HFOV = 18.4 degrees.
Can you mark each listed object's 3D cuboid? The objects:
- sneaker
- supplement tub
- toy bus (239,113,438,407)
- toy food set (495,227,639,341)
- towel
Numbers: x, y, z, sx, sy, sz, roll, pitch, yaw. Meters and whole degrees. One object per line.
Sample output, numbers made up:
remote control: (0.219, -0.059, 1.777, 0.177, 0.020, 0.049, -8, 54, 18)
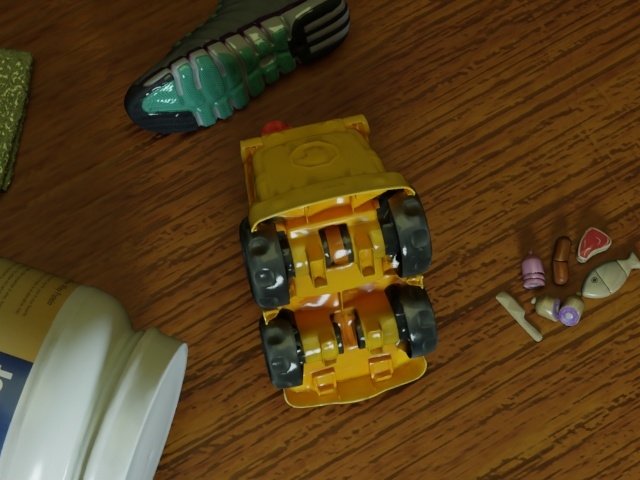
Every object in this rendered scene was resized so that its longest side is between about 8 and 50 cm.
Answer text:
sneaker: (-0.087, -0.177, 1.795, 0.223, 0.083, 0.098, -27, 51, -14)
supplement tub: (-0.285, 0.122, 1.585, 0.316, 0.228, 0.228, 18, 71, 4)
toy bus: (0.000, 0.000, 1.685, 0.149, 0.220, 0.211, -14, 39, -7)
toy food set: (0.218, 0.030, 1.752, 0.122, 0.019, 0.078, -39, 77, -15)
towel: (-0.319, -0.112, 1.773, 0.110, 0.027, 0.148, 11, 70, 0)
